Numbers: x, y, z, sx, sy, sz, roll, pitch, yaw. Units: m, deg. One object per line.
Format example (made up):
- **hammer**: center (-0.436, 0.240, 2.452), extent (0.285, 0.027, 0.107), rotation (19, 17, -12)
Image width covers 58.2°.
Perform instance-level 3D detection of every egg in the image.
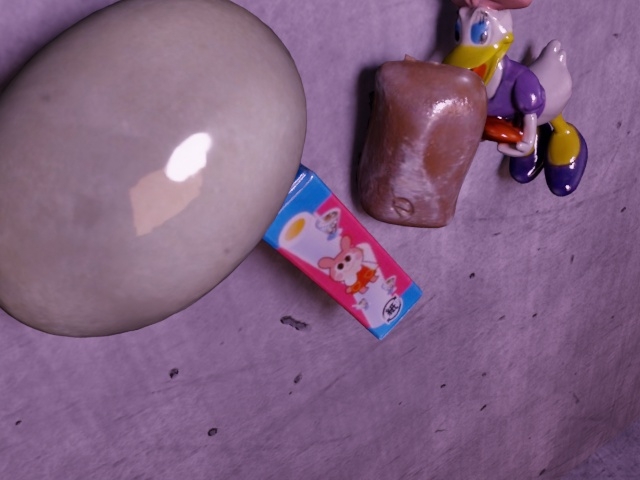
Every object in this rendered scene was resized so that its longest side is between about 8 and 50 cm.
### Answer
- **egg**: center (-0.167, -0.069, 0.540), extent (0.352, 0.258, 0.258), rotation (-43, 133, -2)

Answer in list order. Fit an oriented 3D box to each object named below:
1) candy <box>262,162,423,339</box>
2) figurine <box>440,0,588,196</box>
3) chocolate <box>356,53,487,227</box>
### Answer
- **candy**: center (-0.001, 0.001, 0.767), extent (0.100, 0.157, 0.306), rotation (-47, 134, -2)
- **figurine**: center (0.278, -0.226, 0.827), extent (0.421, 0.154, 0.193), rotation (25, 97, -43)
- **chocolate**: center (0.131, -0.107, 0.775), extent (0.161, 0.083, 0.261), rotation (6, 134, 3)
